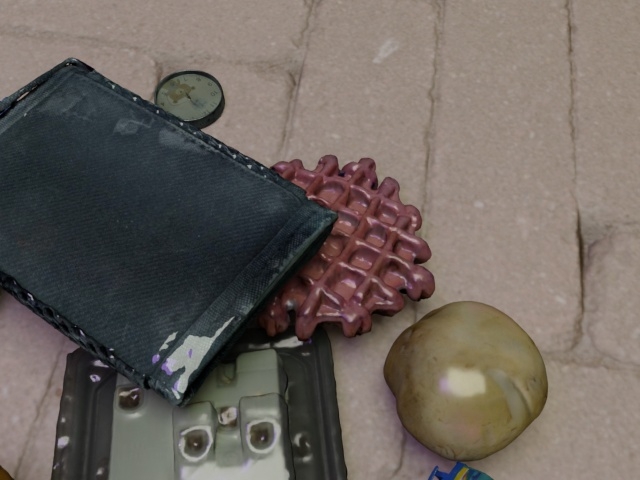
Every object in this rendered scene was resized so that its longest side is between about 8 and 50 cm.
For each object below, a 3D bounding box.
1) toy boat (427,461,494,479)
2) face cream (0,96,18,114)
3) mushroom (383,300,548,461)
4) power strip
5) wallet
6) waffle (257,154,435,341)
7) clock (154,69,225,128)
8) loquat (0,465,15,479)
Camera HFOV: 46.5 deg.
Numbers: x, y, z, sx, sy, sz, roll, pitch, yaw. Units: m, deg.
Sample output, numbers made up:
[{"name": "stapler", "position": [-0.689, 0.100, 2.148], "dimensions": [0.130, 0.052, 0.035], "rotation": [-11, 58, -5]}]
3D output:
[{"name": "toy boat", "position": [0.072, 0.261, 0.604], "dimensions": [0.110, 0.091, 0.175], "rotation": [5, 55, 42]}, {"name": "face cream", "position": [-0.366, -0.037, 0.757], "dimensions": [0.149, 0.083, 0.264], "rotation": [18, 60, 0]}, {"name": "mushroom", "position": [0.127, 0.122, 0.659], "dimensions": [0.147, 0.112, 0.148], "rotation": [1, 56, -1]}, {"name": "power strip", "position": [-0.105, 0.181, 0.629], "dimensions": [0.256, 0.092, 0.251], "rotation": [-6, 60, -4]}, {"name": "wallet", "position": [-0.186, -0.021, 0.686], "dimensions": [0.342, 0.075, 0.237], "rotation": [30, 57, 17]}, {"name": "waffle", "position": [0.000, 0.000, 0.746], "dimensions": [0.221, 0.056, 0.234], "rotation": [-11, 51, -12]}, {"name": "clock", "position": [-0.155, -0.167, 0.880], "dimensions": [0.085, 0.017, 0.085], "rotation": [1, 59, -1]}, {"name": "loquat", "position": [-0.317, 0.255, 0.501], "dimensions": [0.262, 0.263, 0.263], "rotation": [1, 59, -1]}]
